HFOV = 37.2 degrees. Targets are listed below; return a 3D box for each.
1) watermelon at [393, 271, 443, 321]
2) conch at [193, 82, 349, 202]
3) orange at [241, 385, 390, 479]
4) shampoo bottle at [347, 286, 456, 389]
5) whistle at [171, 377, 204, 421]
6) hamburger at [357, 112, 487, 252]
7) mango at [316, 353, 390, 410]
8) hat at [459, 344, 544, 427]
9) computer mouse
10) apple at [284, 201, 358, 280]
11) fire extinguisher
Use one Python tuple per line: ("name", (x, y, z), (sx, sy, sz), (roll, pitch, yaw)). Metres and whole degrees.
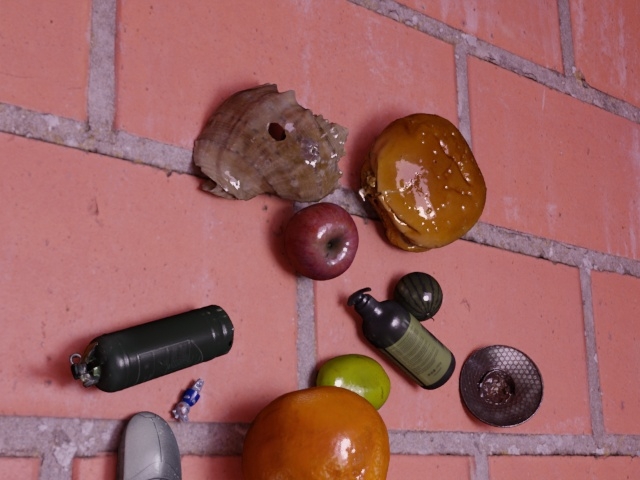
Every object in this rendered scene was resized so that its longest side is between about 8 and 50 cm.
("watermelon", (0.212, 0.128, 2.011), (0.105, 0.105, 0.133), (25, 27, -35))
("conch", (-0.081, -0.190, 1.804), (0.324, 0.186, 0.263), (-19, 74, -44))
("orange", (-0.009, 0.371, 1.655), (0.261, 0.261, 0.261), (12, 71, -40))
("shampoo bottle", (0.160, 0.195, 1.961), (0.284, 0.101, 0.101), (43, 54, -26))
("whistle", (-0.225, 0.275, 1.641), (0.033, 0.029, 0.083), (36, 59, -8))
("hamburger", (0.218, -0.126, 2.054), (0.314, 0.170, 0.289), (-38, 99, -40))
("mango", (0.067, 0.277, 1.863), (0.163, 0.089, 0.117), (27, 62, -34))
("hat", (0.405, 0.340, 2.166), (0.193, 0.082, 0.193), (1, 67, -3))
("computer mouse", (-0.277, 0.391, 1.537), (0.113, 0.068, 0.228), (9, 73, -39))
("apple", (0.000, 0.000, 1.843), (0.153, 0.120, 0.153), (-8, 105, -33))
("fire extinguisher", (-0.283, 0.181, 1.559), (0.311, 0.114, 0.095), (-14, 80, -42))
